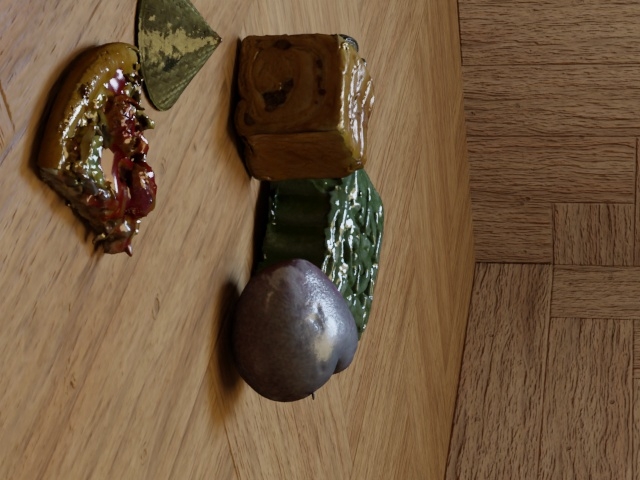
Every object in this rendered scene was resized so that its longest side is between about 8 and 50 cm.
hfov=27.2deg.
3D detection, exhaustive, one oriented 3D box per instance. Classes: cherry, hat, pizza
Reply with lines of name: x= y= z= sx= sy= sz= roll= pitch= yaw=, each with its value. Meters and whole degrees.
cherry: x=-0.038 y=0.112 z=1.608 sx=0.176 sy=0.140 sz=0.176 roll=13 pitch=72 yaw=-44
hat: x=-0.131 y=-0.204 z=1.339 sx=0.146 sy=0.067 sz=0.146 roll=1 pitch=90 yaw=-77
pizza: x=-0.179 y=-0.074 z=1.168 sx=0.201 sy=0.053 sz=0.193 roll=-77 pitch=162 yaw=-44

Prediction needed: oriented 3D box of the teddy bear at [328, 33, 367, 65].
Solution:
teddy bear: x=0.019 y=-0.234 z=1.994 sx=0.119 sy=0.078 sz=0.160 roll=-14 pitch=115 yaw=-42

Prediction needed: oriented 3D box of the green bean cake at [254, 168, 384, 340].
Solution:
green bean cake: x=0.000 y=0.000 z=1.811 sx=0.255 sy=0.132 sz=0.241 roll=63 pitch=34 yaw=-64

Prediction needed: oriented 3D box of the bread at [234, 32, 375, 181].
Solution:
bread: x=-0.022 y=-0.162 z=1.635 sx=0.143 sy=0.158 sz=0.149 roll=63 pitch=35 yaw=-67
